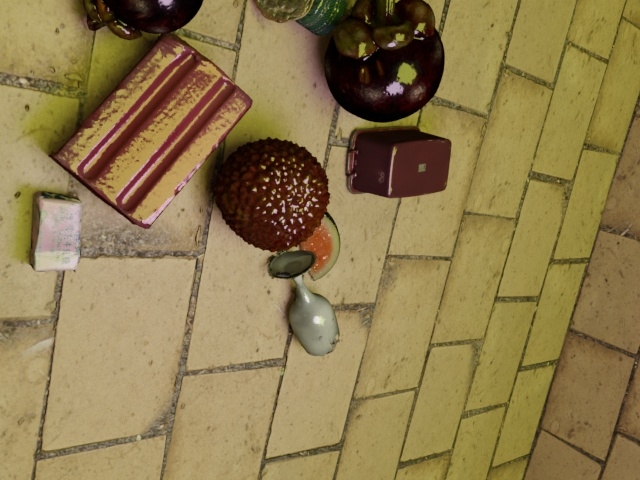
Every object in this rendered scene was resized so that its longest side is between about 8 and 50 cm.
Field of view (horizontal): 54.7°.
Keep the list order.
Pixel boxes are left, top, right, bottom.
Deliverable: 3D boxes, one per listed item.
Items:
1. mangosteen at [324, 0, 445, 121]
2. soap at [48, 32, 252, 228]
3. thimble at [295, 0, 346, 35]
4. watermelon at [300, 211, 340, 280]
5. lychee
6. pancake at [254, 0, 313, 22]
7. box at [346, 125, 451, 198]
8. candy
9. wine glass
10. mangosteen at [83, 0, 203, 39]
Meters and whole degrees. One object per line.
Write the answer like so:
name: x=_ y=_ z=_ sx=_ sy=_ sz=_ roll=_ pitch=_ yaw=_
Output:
mangosteen: x=0.155 y=-0.459 z=1.512 sx=0.307 sy=0.307 sz=0.347 roll=-47 pitch=157 yaw=-16
soap: x=-0.343 y=-0.230 z=1.279 sx=0.233 sy=0.128 sz=0.360 roll=43 pitch=77 yaw=-23
thimble: x=-0.004 y=-0.568 z=1.475 sx=0.090 sy=0.118 sz=0.135 roll=18 pitch=96 yaw=-44
watermelon: x=-0.004 y=-0.002 z=1.739 sx=0.119 sy=0.063 sz=0.245 roll=-18 pitch=124 yaw=-13
lychee: x=-0.112 y=-0.108 z=1.467 sx=0.275 sy=0.304 sz=0.276 roll=14 pitch=61 yaw=-27
pancake: x=-0.081 y=-0.575 z=1.415 sx=0.028 sy=0.158 sz=0.158 roll=-28 pitch=138 yaw=-84
box: x=0.232 y=-0.222 z=1.774 sx=0.294 sy=0.167 sz=0.193 roll=-11 pitch=112 yaw=-37
candy: x=-0.542 y=-0.017 z=1.269 sx=0.092 sy=0.073 sz=0.160 roll=2 pitch=106 yaw=-35
wine glass: x=-0.039 y=0.176 z=1.718 sx=0.143 sy=0.143 sz=0.321 roll=-36 pitch=129 yaw=-25
mangosteen: x=-0.345 y=-0.488 z=1.174 sx=0.265 sy=0.228 sz=0.228 roll=-37 pitch=133 yaw=14
